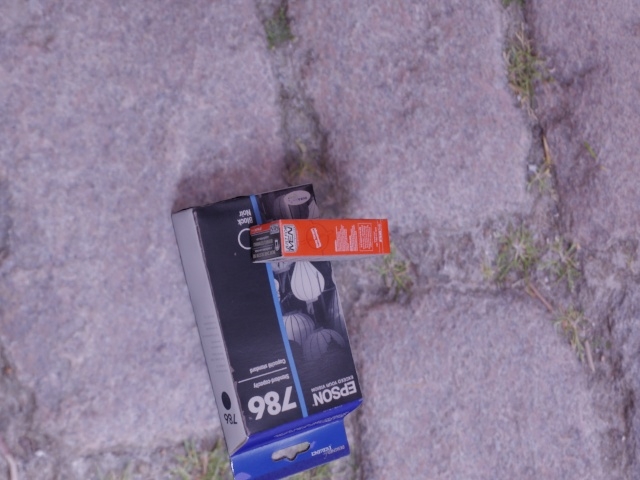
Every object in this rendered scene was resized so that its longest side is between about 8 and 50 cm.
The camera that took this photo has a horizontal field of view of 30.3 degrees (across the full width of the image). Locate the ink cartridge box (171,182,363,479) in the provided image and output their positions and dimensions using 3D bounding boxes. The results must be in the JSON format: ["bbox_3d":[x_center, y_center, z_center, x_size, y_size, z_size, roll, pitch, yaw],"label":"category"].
[{"bbox_3d":[-0.051,0.110,1.354,0.165,0.065,0.332,-15,92,-32],"label":"ink cartridge box"}]

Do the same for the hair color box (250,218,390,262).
[{"bbox_3d":[0.000,0.000,1.322,0.141,0.072,0.043,-2,85,-33],"label":"hair color box"}]
